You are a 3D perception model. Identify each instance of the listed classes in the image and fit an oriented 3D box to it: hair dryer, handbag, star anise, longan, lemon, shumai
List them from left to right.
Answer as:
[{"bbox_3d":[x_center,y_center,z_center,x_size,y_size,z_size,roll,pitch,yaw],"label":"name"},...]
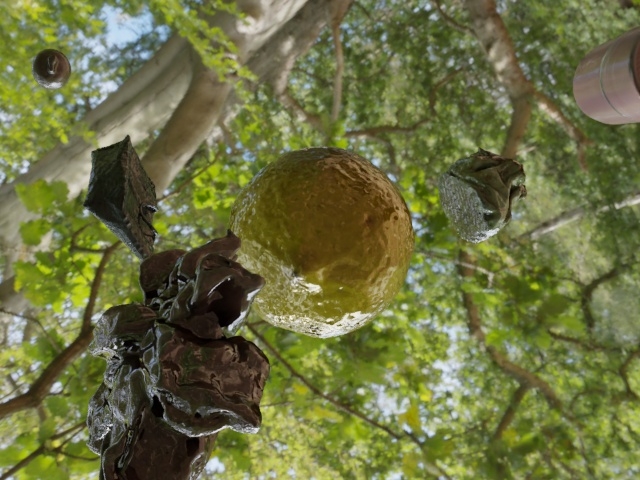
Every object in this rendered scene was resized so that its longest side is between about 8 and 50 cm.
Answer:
[{"bbox_3d":[-0.696,-0.445,1.632,0.106,0.119,0.106,2,-94,-25],"label":"longan"},{"bbox_3d":[-0.374,-0.084,1.238,0.270,0.089,0.175,-105,-9,-47],"label":"handbag"},{"bbox_3d":[-0.119,0.092,0.455,0.099,0.220,0.214,26,-137,-25],"label":"star anise"},{"bbox_3d":[0.000,0.001,0.822,0.267,0.267,0.267,36,-141,-37],"label":"lemon"},{"bbox_3d":[0.327,-0.091,1.241,0.184,0.142,0.184,159,90,-77],"label":"shumai"},{"bbox_3d":[0.525,-0.282,0.828,0.125,0.352,0.210,56,-174,-4],"label":"hair dryer"}]
